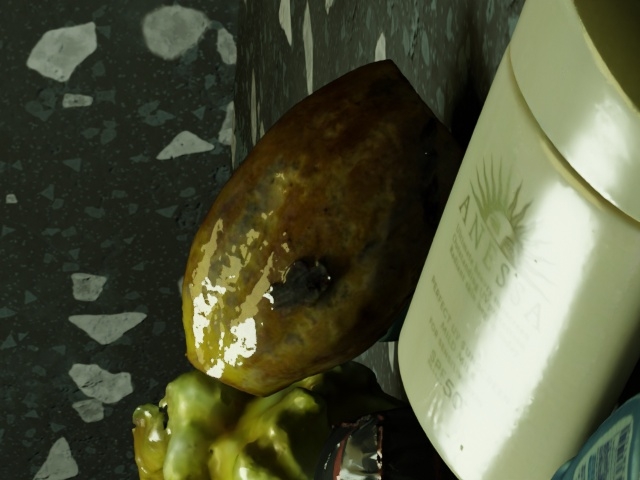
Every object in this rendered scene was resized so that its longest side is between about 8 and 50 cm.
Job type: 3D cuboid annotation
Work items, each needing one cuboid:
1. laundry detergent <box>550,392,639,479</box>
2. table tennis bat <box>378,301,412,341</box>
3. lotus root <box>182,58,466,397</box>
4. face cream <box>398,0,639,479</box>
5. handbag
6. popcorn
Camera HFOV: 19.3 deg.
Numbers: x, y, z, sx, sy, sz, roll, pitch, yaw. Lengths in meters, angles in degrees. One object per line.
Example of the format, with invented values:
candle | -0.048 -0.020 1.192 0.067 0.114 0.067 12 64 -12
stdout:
laundry detergent | 0.173 0.162 0.981 0.290 0.094 0.143 111 152 -75
table tennis bat | 0.050 -0.012 1.855 0.329 0.044 0.215 -162 70 -78
lotus root | 0.007 0.007 1.513 0.291 0.193 0.193 -47 16 4
face cream | 0.134 -0.004 1.059 0.173 0.081 0.348 60 149 34
handbag | 0.070 0.227 1.398 0.169 0.155 0.215 138 129 -72
popcorn | -0.007 0.251 1.658 0.325 0.290 0.321 54 -164 25
